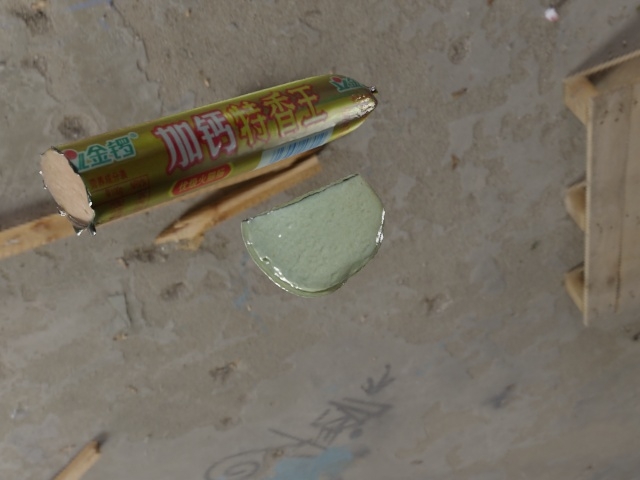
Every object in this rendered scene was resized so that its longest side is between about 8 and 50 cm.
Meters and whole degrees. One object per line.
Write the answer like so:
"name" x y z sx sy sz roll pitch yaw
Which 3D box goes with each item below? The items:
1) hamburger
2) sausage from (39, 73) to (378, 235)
"hamburger" -0.001 0.001 0.628 0.121 0.054 0.084 -22 96 -18
"sausage" -0.071 -0.098 0.708 0.371 0.082 0.082 -25 144 -38
